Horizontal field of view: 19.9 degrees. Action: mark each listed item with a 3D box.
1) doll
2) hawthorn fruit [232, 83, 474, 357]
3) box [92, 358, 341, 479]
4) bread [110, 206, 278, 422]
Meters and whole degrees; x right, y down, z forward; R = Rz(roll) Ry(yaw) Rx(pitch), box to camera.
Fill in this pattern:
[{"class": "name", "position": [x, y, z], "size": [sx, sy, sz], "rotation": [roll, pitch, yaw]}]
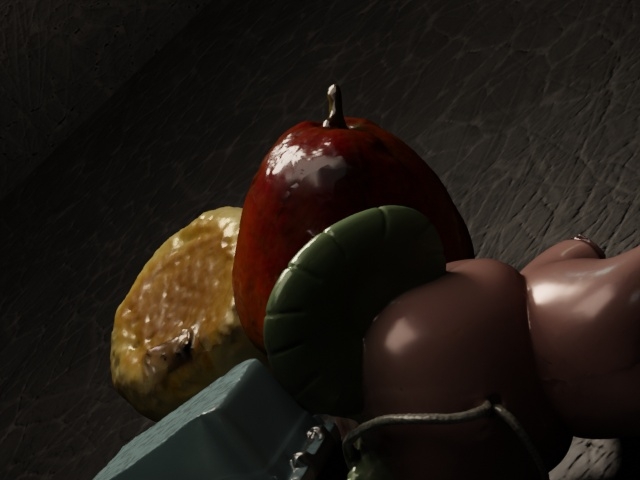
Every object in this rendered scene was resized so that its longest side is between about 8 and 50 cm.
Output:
[{"class": "doll", "position": [0.107, 0.100, 1.244], "size": [0.268, 0.284, 0.216], "rotation": [-25, 9, -27]}, {"class": "hawthorn fruit", "position": [0.022, -0.005, 1.613], "size": [0.224, 0.261, 0.224], "rotation": [-11, 18, 4]}, {"class": "box", "position": [-0.102, 0.215, 1.593], "size": [0.227, 0.130, 0.162], "rotation": [-35, 6, 22]}, {"class": "bread", "position": [-0.096, 0.086, 1.818], "size": [0.244, 0.134, 0.244], "rotation": [-30, 42, 31]}]
